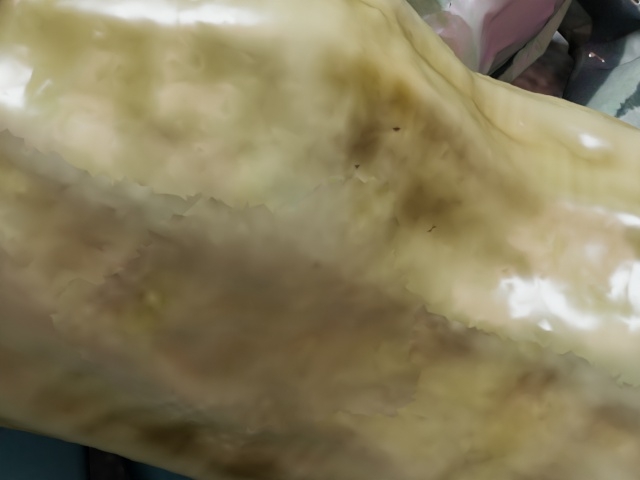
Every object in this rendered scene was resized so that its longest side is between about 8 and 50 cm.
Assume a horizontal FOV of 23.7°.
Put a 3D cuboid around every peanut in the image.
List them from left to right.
[{"bbox_3d":[0.000,0.000,0.374,0.325,0.153,0.140,21,51,-6],"label":"peanut"}]

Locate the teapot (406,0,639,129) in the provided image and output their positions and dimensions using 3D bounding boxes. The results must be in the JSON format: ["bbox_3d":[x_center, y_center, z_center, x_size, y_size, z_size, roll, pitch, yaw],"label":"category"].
[{"bbox_3d":[0.019,-0.092,0.510,0.163,0.221,0.178,3,50,29],"label":"teapot"}]

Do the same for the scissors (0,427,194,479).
[{"bbox_3d":[-0.078,0.024,0.438,0.180,0.032,0.393,0,55,-30],"label":"scissors"}]
